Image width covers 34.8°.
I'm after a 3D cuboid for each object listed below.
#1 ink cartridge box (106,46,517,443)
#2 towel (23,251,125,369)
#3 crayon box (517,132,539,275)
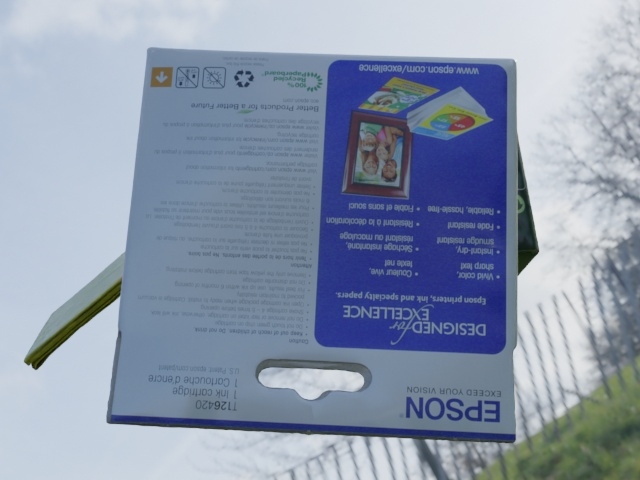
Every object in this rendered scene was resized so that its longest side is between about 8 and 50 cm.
[{"bbox_3d":[0.000,0.000,0.806,0.304,0.307,0.072,3,-14,2],"label":"ink cartridge box"},{"bbox_3d":[-0.200,0.038,1.016,0.237,0.021,0.102,-38,17,21],"label":"towel"},{"bbox_3d":[0.136,-0.022,1.108,0.081,0.202,0.318,-2,-21,-9],"label":"crayon box"}]
